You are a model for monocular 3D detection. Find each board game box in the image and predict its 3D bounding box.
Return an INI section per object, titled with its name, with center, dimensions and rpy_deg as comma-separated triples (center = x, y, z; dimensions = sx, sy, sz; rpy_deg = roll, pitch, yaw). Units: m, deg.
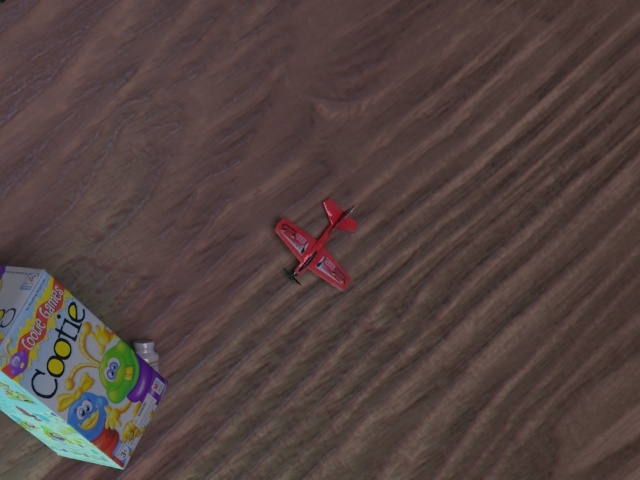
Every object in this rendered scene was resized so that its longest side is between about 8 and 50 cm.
[board game box]
center = -0.356, 0.167, 1.819
dimensions = 0.275, 0.144, 0.142
rpy_deg = 49, 56, -40

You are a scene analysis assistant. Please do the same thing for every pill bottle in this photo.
[pill bottle]
center = -0.253, 0.186, 1.976
dimensions = 0.043, 0.043, 0.083
rpy_deg = -4, 98, -19

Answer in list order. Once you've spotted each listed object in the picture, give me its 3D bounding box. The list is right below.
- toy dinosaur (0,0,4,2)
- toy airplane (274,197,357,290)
[toy dinosaur]
center = -0.479, -0.350, 1.821
dimensions = 0.268, 0.064, 0.118
rpy_deg = -41, 101, -8
[toy airplane]
center = 0.000, 0.000, 2.047
dimensions = 0.151, 0.028, 0.151
rpy_deg = -3, 99, -20
